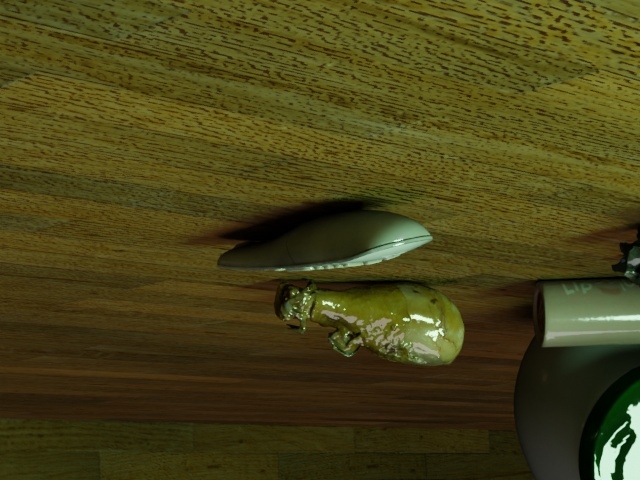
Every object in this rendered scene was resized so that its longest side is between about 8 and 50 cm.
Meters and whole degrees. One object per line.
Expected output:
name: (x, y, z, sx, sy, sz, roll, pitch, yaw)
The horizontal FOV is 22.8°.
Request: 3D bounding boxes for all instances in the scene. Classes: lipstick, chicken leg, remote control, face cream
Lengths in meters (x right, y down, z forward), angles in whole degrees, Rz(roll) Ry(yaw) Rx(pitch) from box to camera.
lipstick: (0.353, 0.072, 1.651, 0.254, 0.070, 0.070, -2, 169, -3)
chicken leg: (0.047, 0.078, 1.606, 0.207, 0.085, 0.101, 11, 176, -22)
remote control: (0.000, 0.000, 1.263, 0.073, 0.044, 0.229, -14, -174, -35)
face cream: (0.349, 0.223, 1.787, 0.219, 0.312, 0.357, -24, -175, -6)

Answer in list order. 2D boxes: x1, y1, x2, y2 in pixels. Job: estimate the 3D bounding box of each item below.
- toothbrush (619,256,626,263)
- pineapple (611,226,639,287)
toothbrush: (0.380, 0.030, 1.568, 0.219, 0.019, 0.016, 4, 173, -32)
pineapple: (0.363, 0.041, 1.418, 0.251, 0.125, 0.125, 12, 163, -37)
